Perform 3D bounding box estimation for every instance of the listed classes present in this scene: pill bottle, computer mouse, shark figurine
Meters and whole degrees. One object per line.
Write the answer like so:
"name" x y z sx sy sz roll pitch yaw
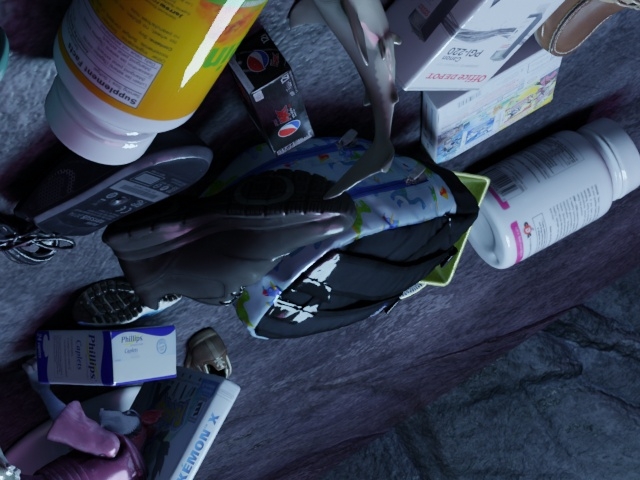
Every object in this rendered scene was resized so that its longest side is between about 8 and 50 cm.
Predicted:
"pill bottle" -0.141 -0.178 0.996 0.136 0.136 0.246 -12 152 -44
"pill bottle" 0.376 -0.083 1.957 0.283 0.160 0.160 -27 160 -14
"computer mouse" -0.243 -0.062 1.231 0.272 0.072 0.188 -23 164 12
"shark figurine" 0.019 -0.196 1.209 0.116 0.278 0.166 -1 -149 30

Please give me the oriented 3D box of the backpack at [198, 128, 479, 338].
"backpack" 0.000 0.000 1.512 0.290 0.273 0.355 -40 178 29

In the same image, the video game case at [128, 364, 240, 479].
"video game case" -0.252 0.321 1.712 0.300 0.036 0.329 -62 -159 -13

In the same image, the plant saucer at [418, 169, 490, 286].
"plant saucer" 0.128 -0.032 1.736 0.188 0.045 0.188 8 117 -23

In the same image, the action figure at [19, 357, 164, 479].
"action figure" -0.337 0.331 1.548 0.370 0.275 0.248 -35 128 -30

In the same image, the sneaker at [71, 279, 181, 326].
"sneaker" -0.257 0.091 1.565 0.162 0.063 0.073 -11 154 -45

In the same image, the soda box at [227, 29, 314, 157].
"soda box" -0.054 -0.155 1.291 0.053 0.060 0.169 -32 160 -4

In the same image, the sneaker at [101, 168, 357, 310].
"sneaker" -0.092 0.004 1.312 0.286 0.130 0.109 -9 -155 19

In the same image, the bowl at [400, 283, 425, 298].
"bowl" 0.101 0.002 1.824 0.170 0.080 0.170 -8 122 -13

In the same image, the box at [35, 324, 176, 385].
"box" -0.280 0.149 1.564 0.137 0.072 0.126 -3 178 34

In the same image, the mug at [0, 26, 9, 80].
"mug" -0.323 -0.119 0.918 0.157 0.097 0.129 -35 160 7

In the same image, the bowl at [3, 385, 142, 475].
"bowl" -0.372 0.375 1.958 0.297 0.134 0.298 -28 160 -11

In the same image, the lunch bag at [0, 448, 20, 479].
"lunch bag" -0.444 0.183 1.148 0.256 0.305 0.212 -41 159 25

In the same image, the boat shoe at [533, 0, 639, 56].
"boat shoe" 0.372 -0.330 1.419 0.123 0.116 0.324 -13 150 -39

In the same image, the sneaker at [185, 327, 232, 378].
"sneaker" -0.179 0.209 1.944 0.066 0.071 0.188 -28 159 -12

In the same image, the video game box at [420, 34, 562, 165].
"video game box" 0.234 -0.201 1.634 0.205 0.048 0.187 -30 158 -8

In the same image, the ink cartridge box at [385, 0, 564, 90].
"ink cartridge box" 0.179 -0.269 1.329 0.158 0.092 0.218 -8 151 -49
